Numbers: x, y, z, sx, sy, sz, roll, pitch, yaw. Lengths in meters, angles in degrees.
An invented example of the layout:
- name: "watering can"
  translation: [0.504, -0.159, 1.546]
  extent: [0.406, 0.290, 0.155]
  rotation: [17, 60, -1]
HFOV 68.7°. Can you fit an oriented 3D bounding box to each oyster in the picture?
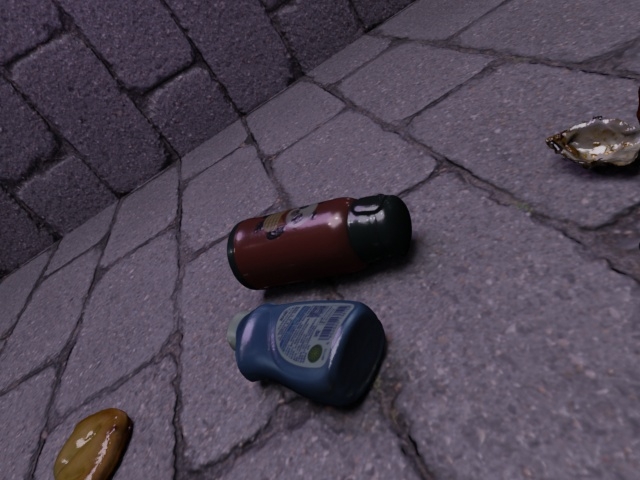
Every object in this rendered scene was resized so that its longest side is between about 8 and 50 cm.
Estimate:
- name: "oyster"
  translation: [0.422, -0.142, 0.717]
  extent: [0.103, 0.051, 0.148]
  rotation: [-39, 46, -14]

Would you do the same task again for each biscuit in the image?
- name: "biscuit"
  translation: [-0.421, 0.411, 0.762]
  extent: [0.154, 0.045, 0.299]
  rotation: [-9, 39, 34]

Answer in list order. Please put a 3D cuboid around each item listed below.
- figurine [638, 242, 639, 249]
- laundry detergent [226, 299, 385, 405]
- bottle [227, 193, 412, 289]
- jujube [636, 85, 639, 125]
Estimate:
- name: "figurine"
  translation: [0.419, 0.054, 0.321]
  extent: [0.261, 0.186, 0.382]
  rotation: [-50, 33, 16]
- name: "laundry detergent"
  translation: [-0.046, 0.158, 0.719]
  extent: [0.290, 0.094, 0.143]
  rotation: [-4, 47, 45]
- name: "bottle"
  translation: [0.000, 0.000, 0.846]
  extent: [0.336, 0.144, 0.144]
  rotation: [-12, 37, 30]
- name: "jujube"
  translation: [0.484, -0.160, 0.525]
  extent: [0.213, 0.213, 0.232]
  rotation: [-21, 24, 22]
